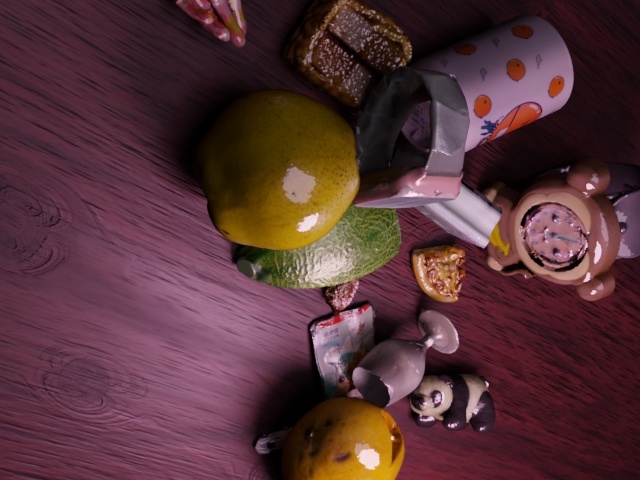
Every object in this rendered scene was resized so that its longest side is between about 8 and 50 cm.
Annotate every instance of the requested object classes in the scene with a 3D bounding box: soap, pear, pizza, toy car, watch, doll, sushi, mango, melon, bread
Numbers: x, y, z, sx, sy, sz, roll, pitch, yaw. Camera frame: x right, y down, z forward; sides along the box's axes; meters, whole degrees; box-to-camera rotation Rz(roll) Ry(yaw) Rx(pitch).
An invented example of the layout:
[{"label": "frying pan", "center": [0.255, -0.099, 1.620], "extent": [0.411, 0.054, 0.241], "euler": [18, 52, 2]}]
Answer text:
[{"label": "soap", "center": [0.248, -0.087, 1.768], "extent": [0.261, 0.150, 0.094], "euler": [32, 84, -35]}, {"label": "pear", "center": [-0.069, -0.123, 1.474], "extent": [0.294, 0.294, 0.294], "euler": [-11, 111, -30]}, {"label": "pizza", "center": [0.270, 0.061, 1.895], "extent": [0.175, 0.046, 0.134], "euler": [37, 84, -35]}, {"label": "toy car", "center": [-0.095, 0.421, 1.787], "extent": [0.093, 0.025, 0.041], "euler": [-15, 112, -29]}, {"label": "watch", "center": [0.155, -0.188, 1.535], "extent": [0.161, 0.253, 0.241], "euler": [-2, 86, -36]}, {"label": "watch", "center": [0.575, -0.066, 1.925], "extent": [0.327, 0.335, 0.314], "euler": [-28, 115, -45]}, {"label": "doll", "center": [0.299, 0.374, 1.969], "extent": [0.234, 0.143, 0.135], "euler": [9, 76, -34]}, {"label": "sushi", "center": [0.042, 0.089, 1.755], "extent": [0.055, 0.052, 0.120], "euler": [19, 97, -51]}, {"label": "mango", "center": [0.043, 0.468, 1.777], "extent": [0.253, 0.182, 0.365], "euler": [-5, 139, -8]}, {"label": "melon", "center": [0.000, 0.000, 1.653], "extent": [0.323, 0.124, 0.196], "euler": [-26, 111, -25]}, {"label": "bread", "center": [0.052, -0.352, 1.585], "extent": [0.222, 0.096, 0.181], "euler": [26, 93, -36]}]

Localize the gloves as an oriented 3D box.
[{"label": "gloves", "center": [-0.180, -0.429, 1.404], "extent": [0.145, 0.126, 0.241], "euler": [-49, 154, -16]}]

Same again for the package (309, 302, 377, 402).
[{"label": "package", "center": [0.061, 0.259, 1.829], "extent": [0.166, 0.040, 0.232], "euler": [-16, 112, -29]}]

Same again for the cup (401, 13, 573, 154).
[{"label": "cup", "center": [0.313, -0.302, 1.706], "extent": [0.317, 0.212, 0.212], "euler": [-25, 118, -22]}]

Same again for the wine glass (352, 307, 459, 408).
[{"label": "wine glass", "center": [0.183, 0.252, 1.827], "extent": [0.241, 0.126, 0.126], "euler": [-34, 122, -33]}]
